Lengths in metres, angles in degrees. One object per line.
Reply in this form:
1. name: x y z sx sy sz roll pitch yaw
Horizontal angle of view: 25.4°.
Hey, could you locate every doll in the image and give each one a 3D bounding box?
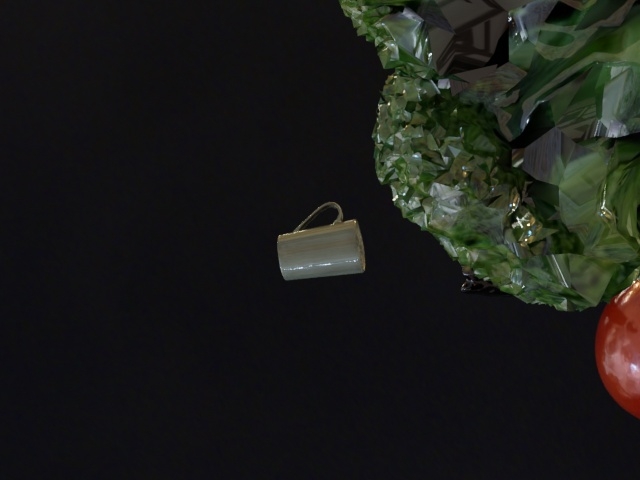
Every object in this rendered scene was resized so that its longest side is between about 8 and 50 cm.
1. doll: 0.291 0.087 1.166 0.130 0.161 0.290 0 -120 -7

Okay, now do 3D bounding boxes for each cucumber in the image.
1. cucumber: 0.164 0.032 1.209 0.034 0.135 0.033 14 -80 36

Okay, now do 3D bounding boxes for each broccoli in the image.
1. broccoli: 0.156 -0.160 0.562 0.310 0.413 0.321 27 -150 23

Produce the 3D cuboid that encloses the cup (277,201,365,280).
1. cup: 0.000 0.002 1.445 0.083 0.054 0.074 -9 -84 7
